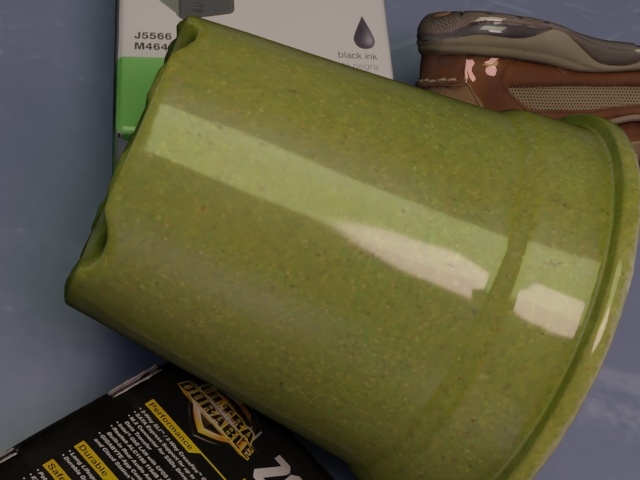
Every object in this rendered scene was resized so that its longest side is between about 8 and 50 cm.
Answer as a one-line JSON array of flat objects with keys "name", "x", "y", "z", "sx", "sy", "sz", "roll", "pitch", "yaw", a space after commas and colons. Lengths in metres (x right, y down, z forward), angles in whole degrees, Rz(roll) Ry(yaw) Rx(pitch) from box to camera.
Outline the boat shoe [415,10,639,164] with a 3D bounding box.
[{"name": "boat shoe", "x": 0.219, "y": -0.103, "z": 0.858, "sx": 0.325, "sy": 0.123, "sz": 0.116, "roll": 6, "pitch": 95, "yaw": -17}]

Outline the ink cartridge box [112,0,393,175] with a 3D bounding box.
[{"name": "ink cartridge box", "x": -0.057, "y": -0.164, "z": 0.820, "sx": 0.199, "sy": 0.114, "sz": 0.272, "roll": 1, "pitch": 63, "yaw": -11}]

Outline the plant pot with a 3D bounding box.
[{"name": "plant pot", "x": 0.000, "y": 0.000, "z": 0.630, "sx": 0.254, "sy": 0.276, "sz": 0.276, "roll": 24, "pitch": 60, "yaw": -11}]

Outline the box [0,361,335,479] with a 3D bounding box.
[{"name": "box", "x": -0.055, "y": 0.231, "z": 0.581, "sx": 0.322, "sy": 0.079, "sz": 0.257, "roll": 45, "pitch": 35, "yaw": 13}]
